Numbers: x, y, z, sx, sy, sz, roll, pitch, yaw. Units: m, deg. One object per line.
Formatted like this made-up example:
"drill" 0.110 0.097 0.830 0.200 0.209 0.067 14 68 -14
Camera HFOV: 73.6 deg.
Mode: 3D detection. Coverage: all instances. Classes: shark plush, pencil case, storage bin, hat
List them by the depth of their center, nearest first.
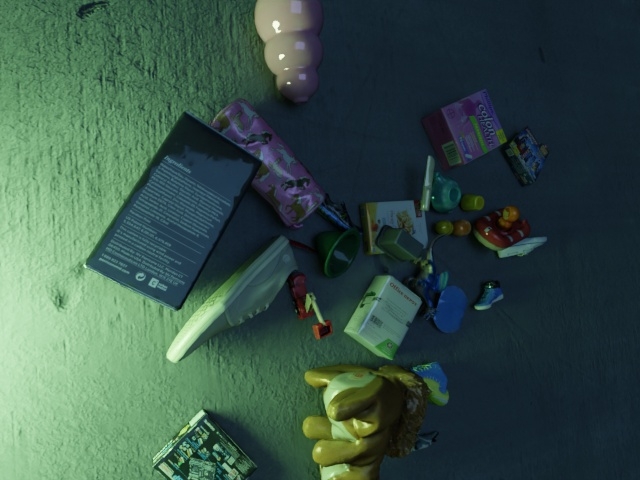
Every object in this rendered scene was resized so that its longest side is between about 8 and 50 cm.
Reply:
"pencil case" -0.152 -0.211 1.225 0.167 0.160 0.386 -41 105 11
"hat" 0.000 0.000 1.344 0.173 0.183 0.208 -57 152 -6
"storage bin" 0.264 0.007 1.379 0.135 0.091 0.098 35 76 -22
"shark plush" 0.336 0.654 1.422 0.161 0.073 0.067 -5 57 -21

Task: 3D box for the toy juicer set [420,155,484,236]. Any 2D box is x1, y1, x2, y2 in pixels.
"toy juicer set" 0.433 -0.131 1.528 0.329 0.089 0.209 28 82 -30

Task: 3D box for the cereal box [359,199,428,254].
"cereal box" 0.253 -0.047 1.453 0.240 0.047 0.173 -6 89 -25

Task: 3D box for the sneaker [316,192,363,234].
"sneaker" 0.068 -0.081 1.361 0.188 0.067 0.078 38 77 -14

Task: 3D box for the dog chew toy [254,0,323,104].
"dog chew toy" -0.081 -0.579 1.277 0.206 0.206 0.332 -11 97 -25

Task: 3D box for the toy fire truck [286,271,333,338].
"toy fire truck" -0.036 0.184 1.249 0.047 0.135 0.192 -18 93 -25

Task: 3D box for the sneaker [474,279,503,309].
"sneaker" 0.619 0.197 1.591 0.152 0.058 0.085 -20 99 -29

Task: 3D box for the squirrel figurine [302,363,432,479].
"squirrel figurine" 0.153 0.564 1.232 0.397 0.281 0.371 -6 94 -23

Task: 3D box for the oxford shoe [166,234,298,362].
"oxford shoe" -0.217 0.166 1.157 0.449 0.169 0.130 -45 105 -27

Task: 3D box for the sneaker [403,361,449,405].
"sneaker" 0.333 0.451 1.434 0.240 0.091 0.126 35 53 -17

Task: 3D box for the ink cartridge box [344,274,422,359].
"ink cartridge box" 0.204 0.243 1.377 0.160 0.092 0.219 39 70 -17

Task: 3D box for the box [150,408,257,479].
"box" -0.303 0.591 1.132 0.175 0.051 0.220 -43 103 -22

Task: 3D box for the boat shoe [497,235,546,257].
"boat shoe" 0.786 0.025 1.686 0.226 0.083 0.076 -5 98 -13

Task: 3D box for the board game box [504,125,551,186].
"board game box" 0.852 -0.357 1.755 0.194 0.060 0.194 -42 102 -23

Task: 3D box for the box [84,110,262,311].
"box" -0.356 -0.056 1.039 0.212 0.293 0.396 31 73 -19

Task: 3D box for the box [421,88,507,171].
"box" 0.532 -0.406 1.581 0.243 0.117 0.214 -28 97 -25

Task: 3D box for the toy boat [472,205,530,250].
"toy boat" 0.679 -0.066 1.576 0.231 0.151 0.151 -23 55 -26

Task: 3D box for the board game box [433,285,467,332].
"board game box" 0.456 0.244 1.529 0.133 0.033 0.169 24 80 -26

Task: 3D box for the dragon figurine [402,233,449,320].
"dragon figurine" 0.380 0.127 1.471 0.144 0.085 0.289 31 77 -24
